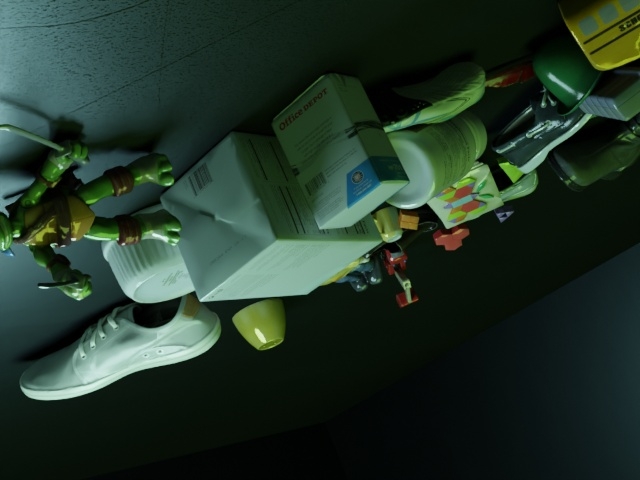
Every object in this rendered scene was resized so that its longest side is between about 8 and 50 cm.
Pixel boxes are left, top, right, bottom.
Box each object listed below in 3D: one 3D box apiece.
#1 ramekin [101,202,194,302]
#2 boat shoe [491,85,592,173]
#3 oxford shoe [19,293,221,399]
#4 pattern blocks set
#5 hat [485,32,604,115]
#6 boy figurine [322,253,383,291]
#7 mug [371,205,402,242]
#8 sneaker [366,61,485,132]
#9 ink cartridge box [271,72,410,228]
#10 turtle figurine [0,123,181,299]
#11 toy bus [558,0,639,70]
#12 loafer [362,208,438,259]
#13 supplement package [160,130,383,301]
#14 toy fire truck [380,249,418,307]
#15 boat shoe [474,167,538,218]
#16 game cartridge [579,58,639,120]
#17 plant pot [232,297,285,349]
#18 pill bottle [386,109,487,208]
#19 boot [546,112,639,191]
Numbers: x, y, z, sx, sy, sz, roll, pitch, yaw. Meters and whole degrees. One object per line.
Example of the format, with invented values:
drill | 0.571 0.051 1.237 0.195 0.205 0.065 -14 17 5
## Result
ramekin | -0.265 0.025 1.687 0.207 0.109 0.207 -21 161 -7
boat shoe | 0.424 -0.234 1.800 0.302 0.091 0.114 -53 -170 47
oxford shoe | -0.427 0.207 2.006 0.449 0.169 0.130 -19 122 12
pattern blocks set | 0.294 -0.092 2.025 0.285 0.026 0.325 -33 143 23
hat | 0.368 -0.318 1.617 0.208 0.183 0.173 -63 -175 -17
boy figurine | 0.029 0.068 2.199 0.177 0.092 0.285 -26 166 33
mug | 0.140 -0.029 2.099 0.078 0.064 0.062 -20 162 -9
sneaker | 0.157 -0.212 1.557 0.237 0.085 0.086 -21 144 -10
ink cartridge box | 0.028 -0.133 1.462 0.139 0.190 0.082 -36 159 36
turtle figurine | -0.313 -0.032 1.333 0.266 0.198 0.275 -16 165 -33
toy bus | 0.532 -0.383 1.437 0.333 0.130 0.108 -31 -156 22
loafer | 0.170 -0.007 2.173 0.220 0.078 0.080 -18 161 -16
supplement package | -0.079 -0.036 1.597 0.199 0.198 0.263 -37 157 34
toy fire truck | 0.191 0.077 2.345 0.047 0.135 0.192 -22 162 -4
boat shoe | 0.366 -0.117 2.129 0.227 0.079 0.081 -22 143 0
game cartridge | 0.583 -0.326 1.556 0.355 0.068 0.230 -38 -175 5
plant pot | -0.139 0.214 2.397 0.134 0.095 0.134 -20 162 -7
pill bottle | 0.189 -0.149 1.649 0.131 0.131 0.229 -39 175 40
boot | 0.649 -0.224 2.123 0.338 0.118 0.223 -19 162 -50
